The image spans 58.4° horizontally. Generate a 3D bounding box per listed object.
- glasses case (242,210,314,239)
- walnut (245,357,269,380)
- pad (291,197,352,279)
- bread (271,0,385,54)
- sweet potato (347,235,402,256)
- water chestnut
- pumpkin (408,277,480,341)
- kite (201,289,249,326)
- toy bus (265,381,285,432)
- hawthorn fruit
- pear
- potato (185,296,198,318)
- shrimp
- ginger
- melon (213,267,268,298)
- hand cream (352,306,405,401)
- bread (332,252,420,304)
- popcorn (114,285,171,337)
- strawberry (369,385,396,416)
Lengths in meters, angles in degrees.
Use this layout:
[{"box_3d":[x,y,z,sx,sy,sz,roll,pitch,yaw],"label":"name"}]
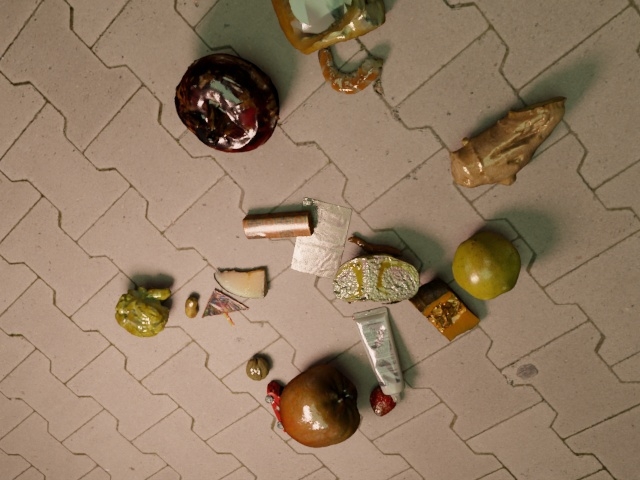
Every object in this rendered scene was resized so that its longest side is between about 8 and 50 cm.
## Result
[{"box_3d":[-0.134,-0.046,1.816,0.218,0.049,0.075,-3,114,16],"label":"glasses case"},{"box_3d":[-0.227,0.463,2.062,0.092,0.092,0.092,4,115,9],"label":"walnut"},{"box_3d":[0.000,0.000,1.841,0.160,0.009,0.264,14,117,4],"label":"pad"},{"box_3d":[-0.006,-0.672,1.393,0.240,0.264,0.394,-10,113,20],"label":"bread"},{"box_3d":[0.171,0.026,1.800,0.179,0.044,0.044,16,117,10],"label":"sweet potato"},{"box_3d":[-0.263,-0.366,1.578,0.300,0.300,0.299,4,115,9],"label":"water chestnut"},{"box_3d":[0.381,0.208,1.803,0.131,0.126,0.248,-44,129,0],"label":"pumpkin"},{"box_3d":[-0.344,0.239,2.019,0.190,0.010,0.159,-10,114,17],"label":"kite"},{"box_3d":[-0.136,0.607,2.111,0.090,0.081,0.195,-18,110,8],"label":"toy bus"},{"box_3d":[-0.020,0.579,1.979,0.301,0.267,0.267,-26,107,29],"label":"hawthorn fruit"},{"box_3d":[0.488,0.074,1.685,0.198,0.198,0.198,4,115,9],"label":"pear"},{"box_3d":[-0.456,0.234,2.020,0.045,0.046,0.092,-14,130,-29],"label":"potato"},{"box_3d":[0.078,-0.492,1.582,0.161,0.049,0.166,-35,96,25],"label":"shrimp"},{"box_3d":[0.511,-0.266,1.551,0.190,0.126,0.354,43,117,-4],"label":"ginger"},{"box_3d":[-0.270,0.145,1.939,0.182,0.054,0.097,-3,108,12],"label":"melon"},{"box_3d":[0.214,0.392,1.946,0.125,0.078,0.340,-15,98,19],"label":"hand cream"},{"box_3d":[0.168,0.114,1.787,0.261,0.156,0.157,-2,93,-2],"label":"bread"},{"box_3d":[-0.603,0.238,1.991,0.198,0.198,0.212,31,92,-4],"label":"popcorn"},{"box_3d":[0.218,0.567,2.012,0.106,0.106,0.106,4,115,9],"label":"strawberry"}]
